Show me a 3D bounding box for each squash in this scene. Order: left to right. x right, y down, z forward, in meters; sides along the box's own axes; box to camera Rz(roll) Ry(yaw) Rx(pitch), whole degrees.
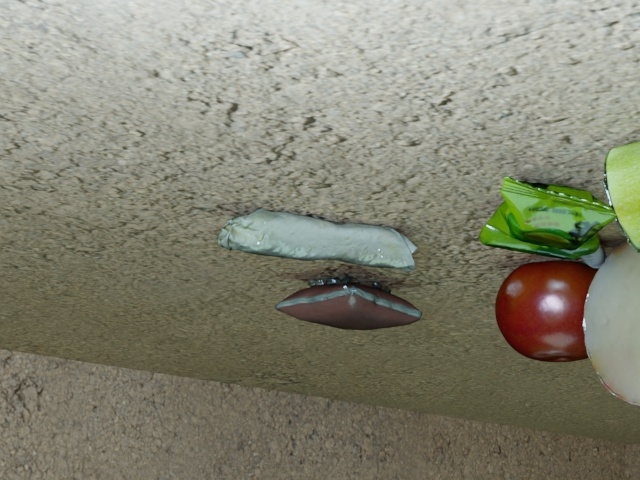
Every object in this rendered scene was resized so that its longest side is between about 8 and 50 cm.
[{"bbox_3d":[0.386,-0.058,1.425,0.186,0.123,0.123,-12,160,41],"label":"squash"}]

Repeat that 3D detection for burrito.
[{"bbox_3d":[0.000,0.000,1.876,0.275,0.059,0.082,7,173,-15],"label":"burrito"}]

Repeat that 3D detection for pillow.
[{"bbox_3d":[0.047,0.100,2.236,0.171,0.075,0.179,-9,162,41],"label":"pillow"}]

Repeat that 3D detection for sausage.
[{"bbox_3d":[0.525,0.125,1.913,0.287,0.233,0.233,15,162,-39],"label":"sausage"}]

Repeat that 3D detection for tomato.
[{"bbox_3d":[0.348,0.106,2.066,0.195,0.136,0.195,2,166,1],"label":"tomato"}]

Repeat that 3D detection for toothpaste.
[{"bbox_3d":[0.344,0.000,1.862,0.048,0.031,0.190,1,163,22],"label":"toothpaste"}]

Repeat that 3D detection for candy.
[{"bbox_3d":[0.271,-0.030,1.668,0.149,0.069,0.246,8,172,2],"label":"candy"}]
